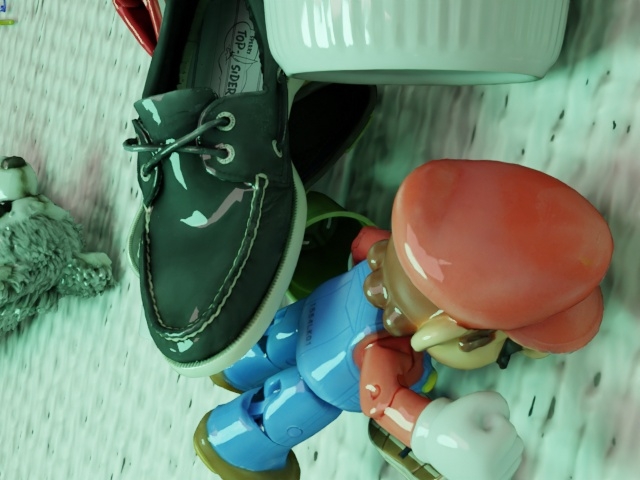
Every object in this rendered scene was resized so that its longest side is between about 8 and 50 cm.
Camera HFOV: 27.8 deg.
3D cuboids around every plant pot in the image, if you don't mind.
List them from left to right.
[{"bbox_3d":[0.000,0.000,0.973,0.083,0.083,0.079,-66,24,19],"label":"plant pot"}]

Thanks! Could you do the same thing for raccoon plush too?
[{"bbox_3d":[-0.353,0.097,1.425,0.299,0.216,0.446,34,140,39],"label":"raccoon plush"}]

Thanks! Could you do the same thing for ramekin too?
[{"bbox_3d":[0.059,-0.156,0.814,0.207,0.207,0.109,5,95,55],"label":"ramekin"}]

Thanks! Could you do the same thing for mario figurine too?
[{"bbox_3d":[0.064,0.072,0.823,0.320,0.170,0.198,-34,72,41],"label":"mario figurine"}]

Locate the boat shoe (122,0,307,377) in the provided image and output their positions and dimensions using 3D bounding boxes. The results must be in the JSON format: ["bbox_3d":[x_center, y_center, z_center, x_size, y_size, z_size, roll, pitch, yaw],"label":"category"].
[{"bbox_3d":[-0.077,-0.079,0.865,0.127,0.113,0.340,-8,56,31],"label":"boat shoe"}]

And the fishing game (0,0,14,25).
[{"bbox_3d":[-0.409,-0.409,1.688,0.189,0.041,0.264,5,94,56],"label":"fishing game"}]

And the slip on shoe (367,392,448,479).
[{"bbox_3d":[0.072,0.138,0.858,0.051,0.041,0.135,-46,22,-4],"label":"slip on shoe"}]

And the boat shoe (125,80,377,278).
[{"bbox_3d":[-0.052,-0.052,0.958,0.228,0.081,0.069,-44,13,-10],"label":"boat shoe"}]

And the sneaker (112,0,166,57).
[{"bbox_3d":[-0.114,-0.257,1.144,0.087,0.128,0.221,-18,68,51],"label":"sneaker"}]

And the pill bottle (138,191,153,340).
[{"bbox_3d":[-0.085,-0.024,1.051,0.124,0.124,0.221,9,90,55],"label":"pill bottle"}]
